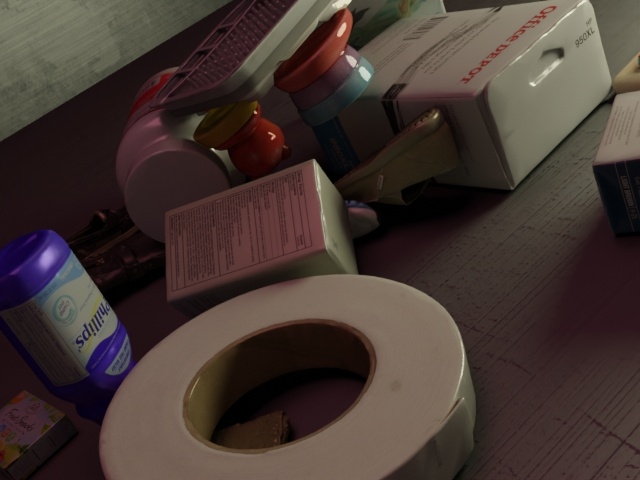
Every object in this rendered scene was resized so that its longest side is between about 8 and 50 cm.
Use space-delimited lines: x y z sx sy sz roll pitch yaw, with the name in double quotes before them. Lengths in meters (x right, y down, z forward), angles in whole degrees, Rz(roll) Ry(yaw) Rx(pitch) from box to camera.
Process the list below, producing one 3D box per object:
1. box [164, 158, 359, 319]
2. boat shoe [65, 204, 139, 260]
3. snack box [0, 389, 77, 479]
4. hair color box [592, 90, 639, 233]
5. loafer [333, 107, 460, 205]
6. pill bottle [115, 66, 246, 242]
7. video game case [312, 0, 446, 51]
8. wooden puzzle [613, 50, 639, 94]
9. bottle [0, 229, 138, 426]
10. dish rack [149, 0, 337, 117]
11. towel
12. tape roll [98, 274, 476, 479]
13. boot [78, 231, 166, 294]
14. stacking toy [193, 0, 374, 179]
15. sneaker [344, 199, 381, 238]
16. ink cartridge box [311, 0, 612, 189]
"box" -0.080 0.013 1.095 0.233 0.127 0.148 -18 57 16
"boat shoe" -0.412 -0.026 1.556 0.080 0.073 0.223 2 39 43
"snack box" -0.404 0.262 1.089 0.141 0.037 0.100 8 41 47
"hair color box" 0.496 -0.109 0.879 0.347 0.105 0.174 -6 34 35
"loafer" 0.100 -0.089 1.168 0.102 0.092 0.268 -41 3 -36
"pill bottle" -0.252 -0.160 1.482 0.229 0.229 0.407 -24 28 6
"video game case" 0.092 -0.378 1.521 0.300 0.329 0.036 -21 67 12
"wooden puzzle" 0.580 -0.296 1.199 0.221 0.044 0.238 4 40 44
"bottle" -0.285 0.127 0.952 0.092 0.282 0.118 -15 29 21
"dish rack" -0.111 -0.296 1.249 0.285 0.072 0.333 -52 24 -18
"towel" -0.084 0.246 0.852 0.110 0.027 0.148 -20 29 14
"tape roll" -0.033 0.169 0.839 0.392 0.072 0.392 -13 28 7
"boot" -0.384 0.046 1.416 0.229 0.091 0.263 -32 31 -23
"stacking toy" -0.028 -0.246 1.285 0.309 0.130 0.279 -25 30 38
"sneaker" 0.000 0.000 1.181 0.191 0.071 0.082 -14 49 22
"ink cartridge box" 0.206 -0.234 1.280 0.285 0.166 0.395 -42 30 -25
